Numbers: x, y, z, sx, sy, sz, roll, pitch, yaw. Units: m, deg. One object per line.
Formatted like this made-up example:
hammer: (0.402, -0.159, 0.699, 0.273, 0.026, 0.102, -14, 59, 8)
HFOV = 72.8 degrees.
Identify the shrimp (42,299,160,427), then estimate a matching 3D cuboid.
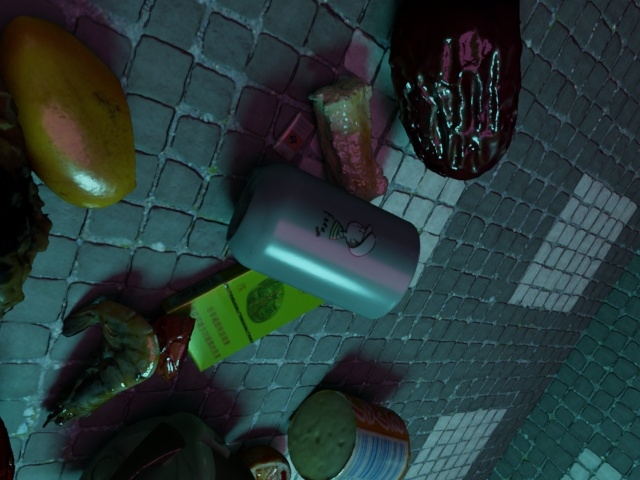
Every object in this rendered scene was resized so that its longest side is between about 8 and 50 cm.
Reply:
shrimp: (-0.418, 0.220, 0.772, 0.296, 0.058, 0.169, -35, 92, 10)

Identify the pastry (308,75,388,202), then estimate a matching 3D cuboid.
pastry: (0.060, -0.183, 0.841, 0.122, 0.089, 0.258, -26, 129, -9)

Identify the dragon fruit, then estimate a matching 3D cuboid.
dragon fruit: (-0.306, 0.208, 0.813, 0.106, 0.083, 0.162, 20, 127, -10)

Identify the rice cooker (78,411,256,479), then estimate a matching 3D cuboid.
rice cooker: (-0.307, 0.545, 0.875, 0.335, 0.335, 0.325, -37, 129, -10)

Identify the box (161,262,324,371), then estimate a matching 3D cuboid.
box: (-0.137, 0.124, 0.920, 0.335, 0.047, 0.187, -27, 127, -17)

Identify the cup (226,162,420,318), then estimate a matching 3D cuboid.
cup: (0.000, 0.000, 0.794, 0.312, 0.205, 0.205, 24, 102, -20)

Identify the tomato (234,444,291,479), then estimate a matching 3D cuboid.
tomato: (-0.197, 0.639, 1.147, 0.237, 0.095, 0.236, -18, 124, -29)

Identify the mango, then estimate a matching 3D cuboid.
mango: (-0.330, -0.161, 0.580, 0.154, 0.126, 0.252, -31, 129, -29)

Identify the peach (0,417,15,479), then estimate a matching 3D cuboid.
peach: (-0.607, 0.379, 0.583, 0.370, 0.370, 0.370, -16, 123, -25)

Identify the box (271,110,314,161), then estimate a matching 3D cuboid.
box: (-0.051, -0.194, 0.814, 0.046, 0.012, 0.083, 35, 93, -42)

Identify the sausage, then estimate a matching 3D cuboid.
sausage: (0.085, 0.551, 1.191, 0.287, 0.233, 0.233, 33, 95, -41)

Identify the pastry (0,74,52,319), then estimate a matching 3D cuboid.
pastry: (-0.464, -0.074, 0.419, 0.337, 0.292, 0.405, -26, 123, 17)

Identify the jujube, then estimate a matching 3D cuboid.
jujube: (0.256, -0.304, 0.815, 0.258, 0.258, 0.376, -28, 134, -17)
